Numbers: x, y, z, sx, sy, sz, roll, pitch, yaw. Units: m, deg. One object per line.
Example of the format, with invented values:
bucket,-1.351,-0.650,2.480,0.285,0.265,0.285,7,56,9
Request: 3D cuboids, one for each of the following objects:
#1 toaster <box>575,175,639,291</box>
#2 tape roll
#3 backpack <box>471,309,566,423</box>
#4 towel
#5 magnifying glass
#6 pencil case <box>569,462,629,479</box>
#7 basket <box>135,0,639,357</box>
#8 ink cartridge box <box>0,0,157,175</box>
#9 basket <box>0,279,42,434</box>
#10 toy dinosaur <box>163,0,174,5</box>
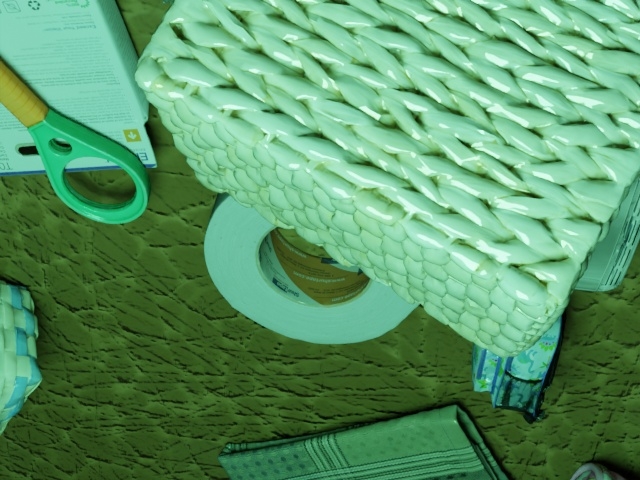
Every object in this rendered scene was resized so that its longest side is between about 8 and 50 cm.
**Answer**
toaster,0.208,-0.043,1.257,0.146,0.129,0.227,11,130,0
tape roll,0.000,0.000,1.380,0.219,0.072,0.219,7,132,8
backpack,0.195,0.101,1.405,0.084,0.105,0.114,14,128,-1
towel,0.083,0.318,1.672,0.324,0.056,0.312,-13,124,26
magnifying glass,-0.246,-0.096,1.320,0.092,0.026,0.231,-20,127,30
pencil case,0.429,0.372,1.556,0.386,0.160,0.167,21,151,-7
basket,0.079,-0.113,1.003,0.328,0.266,0.331,30,173,7
ink cartridge box,-0.277,-0.157,1.315,0.223,0.045,0.224,-2,135,14
basket,-0.461,0.131,1.491,0.289,0.201,0.255,6,141,-37
toy dinosaur,-0.063,-0.191,1.232,0.268,0.064,0.118,6,126,3
